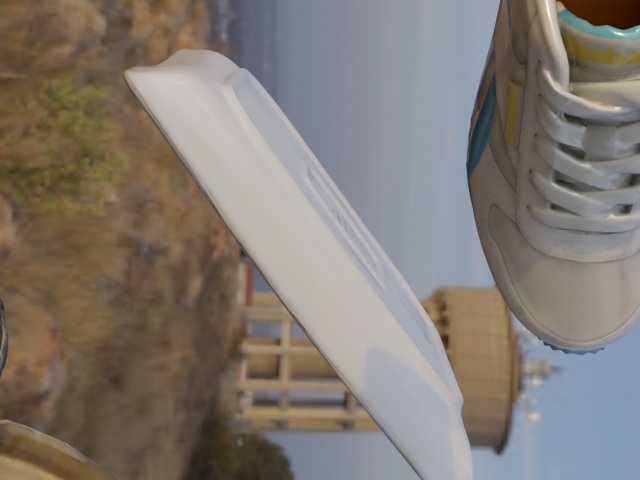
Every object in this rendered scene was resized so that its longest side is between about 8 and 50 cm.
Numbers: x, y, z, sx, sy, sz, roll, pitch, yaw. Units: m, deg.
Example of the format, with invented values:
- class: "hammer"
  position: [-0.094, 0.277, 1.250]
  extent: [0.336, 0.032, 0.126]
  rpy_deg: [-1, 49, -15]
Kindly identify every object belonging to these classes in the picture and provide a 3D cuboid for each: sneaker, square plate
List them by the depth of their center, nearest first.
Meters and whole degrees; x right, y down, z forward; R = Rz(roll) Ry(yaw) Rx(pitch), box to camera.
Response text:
- class: "sneaker"
  position: [0.100, -0.056, 0.468]
  extent: [0.092, 0.087, 0.229]
  rpy_deg: [-75, 165, -67]
- class: "square plate"
  position: [0.000, 0.000, 0.888]
  extent: [0.344, 0.049, 0.347]
  rpy_deg: [53, 6, -9]

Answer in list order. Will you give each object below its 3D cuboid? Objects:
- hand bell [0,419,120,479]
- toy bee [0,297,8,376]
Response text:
- class: "hand bell"
  position: [-0.123, 0.170, 0.289]
  extent: [0.242, 0.126, 0.126]
  rpy_deg: [-45, -174, 4]
- class: "toy bee"
  position: [-0.317, -0.027, 0.665]
  extent: [0.162, 0.195, 0.298]
  rpy_deg: [-28, -104, 44]
